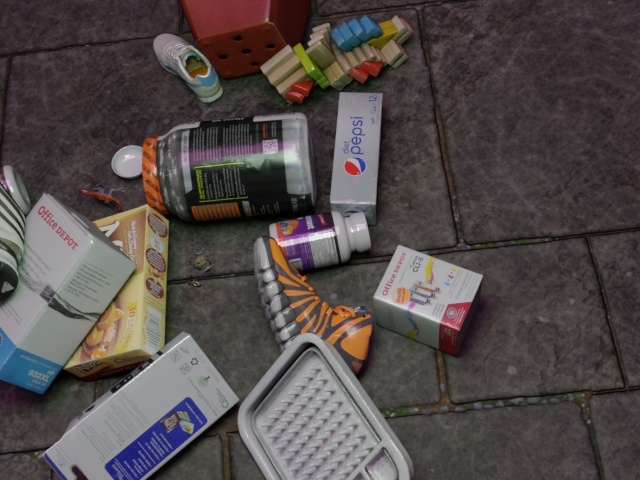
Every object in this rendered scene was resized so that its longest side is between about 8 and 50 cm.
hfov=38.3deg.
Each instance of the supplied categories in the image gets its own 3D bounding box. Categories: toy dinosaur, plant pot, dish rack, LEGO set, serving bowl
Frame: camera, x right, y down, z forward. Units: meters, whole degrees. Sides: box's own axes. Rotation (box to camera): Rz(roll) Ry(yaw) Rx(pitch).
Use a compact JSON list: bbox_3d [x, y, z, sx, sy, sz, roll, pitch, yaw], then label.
[{"bbox_3d":[-0.461,-0.087,1.973,0.090,0.047,0.082,-10,26,-33],"label":"toy dinosaur"},{"bbox_3d":[-0.170,-0.521,2.068,0.267,0.267,0.236,-11,69,13],"label":"plant pot"},{"bbox_3d":[0.012,0.354,1.601,0.072,0.285,0.333,-4,49,-49],"label":"dish rack"},{"bbox_3d":[-0.248,0.056,1.899,0.054,0.023,0.083,26,79,21],"label":"LEGO set"},{"bbox_3d":[-0.417,-0.168,2.034,0.083,0.027,0.083,-2,60,4],"label":"serving bowl"}]

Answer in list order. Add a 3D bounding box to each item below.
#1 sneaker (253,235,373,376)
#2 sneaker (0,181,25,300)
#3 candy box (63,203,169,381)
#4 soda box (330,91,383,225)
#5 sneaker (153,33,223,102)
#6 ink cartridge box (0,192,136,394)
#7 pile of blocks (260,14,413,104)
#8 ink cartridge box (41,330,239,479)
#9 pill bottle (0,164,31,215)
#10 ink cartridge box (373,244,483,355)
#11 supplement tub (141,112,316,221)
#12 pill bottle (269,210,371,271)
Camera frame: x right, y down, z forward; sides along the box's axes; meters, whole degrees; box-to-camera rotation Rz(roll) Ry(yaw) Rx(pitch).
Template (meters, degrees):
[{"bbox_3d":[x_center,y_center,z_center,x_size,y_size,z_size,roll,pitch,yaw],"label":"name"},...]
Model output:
[{"bbox_3d":[-0.010,0.127,1.765,0.180,0.124,0.321,-19,85,-14],"label":"sneaker"},{"bbox_3d":[-0.758,-0.052,1.672,0.447,0.169,0.258,18,39,-21],"label":"sneaker"},{"bbox_3d":[-0.400,0.101,1.818,0.182,0.087,0.317,-15,58,21],"label":"candy box"},{"bbox_3d":[0.078,-0.176,1.953,0.098,0.091,0.286,2,61,5],"label":"soda box"},{"bbox_3d":[-0.309,-0.418,2.128,0.087,0.092,0.228,-40,63,-14],"label":"sneaker"},{"bbox_3d":[-0.528,0.098,1.756,0.223,0.129,0.307,35,89,43],"label":"ink cartridge box"},{"bbox_3d":[0.055,-0.403,2.051,0.362,0.149,0.113,-25,62,-8],"label":"pile of blocks"},{"bbox_3d":[-0.326,0.332,1.676,0.332,0.065,0.165,-38,104,-17],"label":"ink cartridge box"},{"bbox_3d":[-0.738,-0.073,1.961,0.214,0.117,0.117,-22,61,-6],"label":"pill bottle"},{"bbox_3d":[0.203,0.114,1.757,0.176,0.127,0.128,20,65,17],"label":"ink cartridge box"},{"bbox_3d":[-0.183,-0.148,1.897,0.337,0.207,0.207,-5,60,2],"label":"supplement tub"},{"bbox_3d":[0.000,0.000,1.852,0.193,0.108,0.108,-12,60,-1],"label":"pill bottle"}]
